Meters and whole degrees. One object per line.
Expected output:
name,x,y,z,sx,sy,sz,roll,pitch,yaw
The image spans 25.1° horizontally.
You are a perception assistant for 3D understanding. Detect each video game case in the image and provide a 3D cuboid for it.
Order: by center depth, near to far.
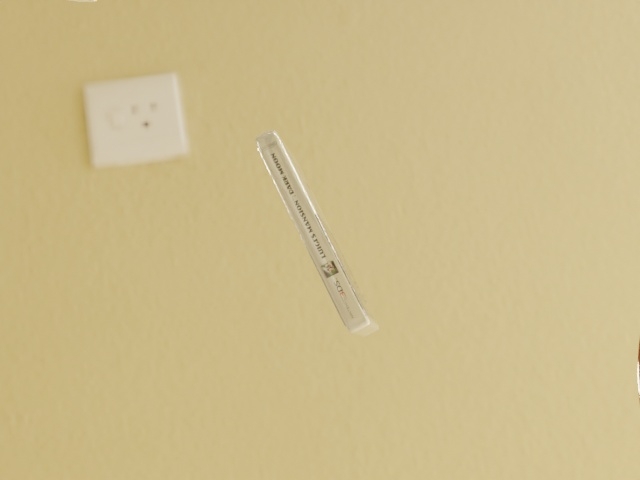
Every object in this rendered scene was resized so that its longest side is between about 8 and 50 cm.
video game case,0.000,0.000,1.221,0.022,0.173,0.190,-27,174,2

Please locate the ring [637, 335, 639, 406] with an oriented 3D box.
ring,0.352,0.079,0.820,0.337,0.336,0.032,-13,164,4
